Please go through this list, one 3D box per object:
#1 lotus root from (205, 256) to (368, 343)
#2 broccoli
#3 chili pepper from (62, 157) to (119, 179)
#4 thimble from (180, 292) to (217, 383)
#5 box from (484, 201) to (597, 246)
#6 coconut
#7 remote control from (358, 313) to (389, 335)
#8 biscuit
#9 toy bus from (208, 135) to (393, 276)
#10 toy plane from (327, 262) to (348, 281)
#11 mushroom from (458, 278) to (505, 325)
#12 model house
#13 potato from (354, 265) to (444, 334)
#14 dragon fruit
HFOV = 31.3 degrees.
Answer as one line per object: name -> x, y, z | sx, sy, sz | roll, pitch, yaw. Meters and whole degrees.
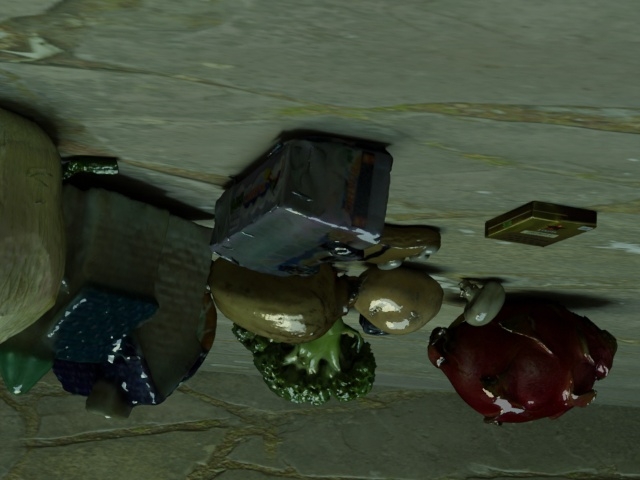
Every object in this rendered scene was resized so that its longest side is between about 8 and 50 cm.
lotus root -> -0.063, 0.084, 1.747 | 0.257, 0.140, 0.154 | 9, 162, 10
broccoli -> -0.031, 0.168, 2.148 | 0.254, 0.186, 0.302 | 2, 125, 24
chili pepper -> -0.273, -0.085, 1.321 | 0.083, 0.022, 0.027 | -4, 164, 16
thimble -> -0.295, 0.142, 1.919 | 0.237, 0.237, 0.150 | 7, 164, -12
box -> 0.275, -0.019, 1.436 | 0.090, 0.023, 0.133 | 6, 167, -17
coconut -> -0.411, -0.002, 1.207 | 0.297, 0.255, 0.297 | 5, 168, 1
remote control -> 0.112, 0.112, 2.019 | 0.090, 0.066, 0.266 | -10, 164, -3
biscuit -> 0.000, 0.000, 1.563 | 0.301, 0.049, 0.197 | 10, 164, -20
toy bus -> -0.031, -0.030, 1.300 | 0.138, 0.112, 0.317 | 13, 164, -19
toy plane -> 0.016, 0.062, 1.854 | 0.060, 0.037, 0.145 | 0, 169, -2
mushroom -> 0.257, 0.095, 1.867 | 0.079, 0.085, 0.085 | 34, 165, 0
model house -> -0.302, 0.084, 1.478 | 0.243, 0.284, 0.298 | -4, 166, 34
potato -> 0.122, 0.093, 1.805 | 0.147, 0.112, 0.112 | 12, 167, -4
dragon fruit -> 0.347, 0.211, 2.001 | 0.315, 0.250, 0.250 | 9, 167, -8
